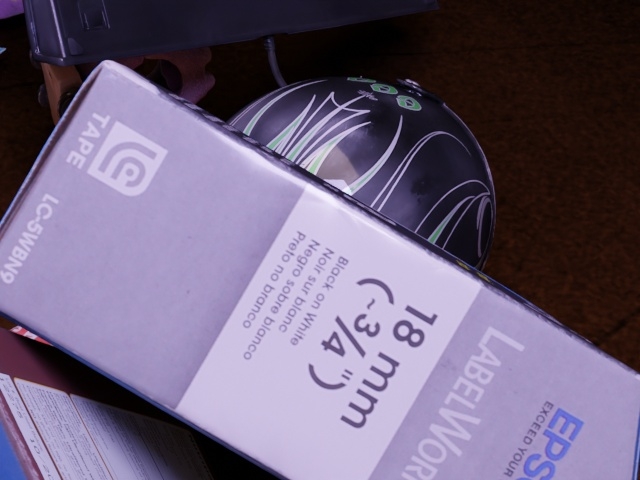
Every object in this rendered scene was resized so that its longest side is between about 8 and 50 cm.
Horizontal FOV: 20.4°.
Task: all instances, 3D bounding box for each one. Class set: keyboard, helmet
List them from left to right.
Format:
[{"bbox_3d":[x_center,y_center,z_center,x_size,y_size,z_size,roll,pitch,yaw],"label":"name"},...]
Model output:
[{"bbox_3d":[-0.041,-0.137,1.024,0.033,0.201,0.317,-9,4,44],"label":"keyboard"},{"bbox_3d":[0.000,0.000,0.934,0.169,0.169,0.161,30,36,26],"label":"helmet"}]

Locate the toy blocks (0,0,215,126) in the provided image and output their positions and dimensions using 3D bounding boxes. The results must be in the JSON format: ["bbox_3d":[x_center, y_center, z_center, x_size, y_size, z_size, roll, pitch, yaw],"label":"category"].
[{"bbox_3d":[-0.099,-0.271,1.100,0.260,0.288,0.309,-19,46,-15],"label":"toy blocks"}]

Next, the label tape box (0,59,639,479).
[{"bbox_3d":[0.041,0.059,0.737,0.334,0.240,0.106,31,91,-1],"label":"label tape box"}]

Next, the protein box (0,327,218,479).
[{"bbox_3d":[-0.144,0.148,0.679,0.200,0.201,0.136,-32,70,8],"label":"protein box"}]

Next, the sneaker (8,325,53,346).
[{"bbox_3d":[-0.117,0.145,0.831,0.145,0.090,0.270,-21,46,-18],"label":"sneaker"}]

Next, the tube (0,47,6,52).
[{"bbox_3d":[-0.309,-0.141,1.142,0.207,0.052,0.080,27,58,17],"label":"tube"}]
